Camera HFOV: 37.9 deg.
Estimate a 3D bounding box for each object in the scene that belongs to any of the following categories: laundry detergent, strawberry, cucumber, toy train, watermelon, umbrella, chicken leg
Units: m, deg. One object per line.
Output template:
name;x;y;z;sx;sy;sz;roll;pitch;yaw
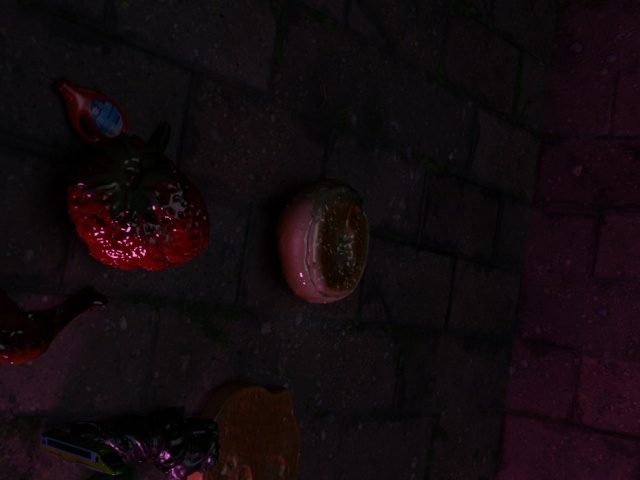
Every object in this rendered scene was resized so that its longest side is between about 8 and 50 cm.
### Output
laundry detergent;-0.438;-0.242;1.752;0.165;0.049;0.097;43;65;-44
strawberry;-0.346;-0.043;1.757;0.238;0.250;0.288;-25;155;-20
cucumber;-0.346;-0.163;1.890;0.184;0.036;0.033;-64;148;-23
toy train;-0.432;0.384;1.707;0.044;0.209;0.042;-8;100;-52
watermelon;-0.419;0.538;1.868;0.187;0.071;0.139;-30;122;-47
umbrella;-0.356;0.425;1.895;0.336;0.128;0.155;0;72;-45
chicken leg;-0.539;0.138;1.641;0.407;0.095;0.158;5;72;-55

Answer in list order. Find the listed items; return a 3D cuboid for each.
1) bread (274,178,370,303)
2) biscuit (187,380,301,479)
bread;0.000;0.000;2.264;0.305;0.158;0.306;-10;103;-48
biscuit;-0.177;0.520;2.180;0.365;0.062;0.386;5;90;-53
